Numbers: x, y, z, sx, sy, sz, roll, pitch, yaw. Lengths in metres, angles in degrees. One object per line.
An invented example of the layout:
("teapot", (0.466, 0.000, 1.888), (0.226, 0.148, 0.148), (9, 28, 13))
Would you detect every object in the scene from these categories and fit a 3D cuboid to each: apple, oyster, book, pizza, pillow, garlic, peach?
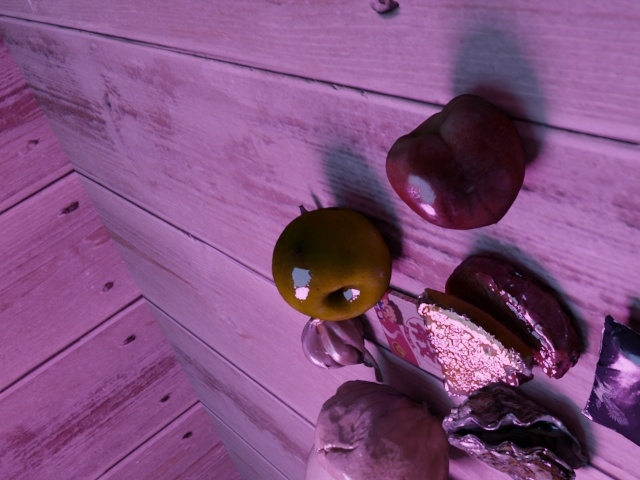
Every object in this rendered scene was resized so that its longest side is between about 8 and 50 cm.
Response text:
("apple", (0.018, 0.034, 1.313), (0.196, 0.196, 0.157), (83, 167, -49))
("oyster", (0.289, 0.302, 1.277), (0.198, 0.112, 0.267), (43, 157, -32))
("book", (0.174, 0.164, 1.392), (0.232, 0.022, 0.162), (21, 141, 54))
("pizza", (0.207, 0.156, 1.144), (0.185, 0.052, 0.195), (34, 145, 23))
("pillow", (0.385, 0.184, 0.976), (0.141, 0.055, 0.208), (27, 147, 33))
("garlic", (0.047, 0.208, 1.598), (0.194, 0.127, 0.131), (42, -158, -11))
("peach", (0.164, -0.081, 0.936), (0.152, 0.152, 0.152), (43, 154, 26))

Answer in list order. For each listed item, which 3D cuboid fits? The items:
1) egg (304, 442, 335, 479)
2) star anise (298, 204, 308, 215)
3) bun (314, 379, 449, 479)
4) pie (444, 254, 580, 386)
("egg", (0.068, 0.612, 1.989), (0.337, 0.201, 0.337), (42, 154, 26))
("star anise", (-0.003, -0.009, 1.451), (0.129, 0.056, 0.124), (61, 157, -16))
("bun", (0.123, 0.377, 1.533), (0.281, 0.205, 0.281), (23, -176, -2))
("pie", (0.254, 0.115, 1.129), (0.204, 0.054, 0.219), (48, 157, 15))
